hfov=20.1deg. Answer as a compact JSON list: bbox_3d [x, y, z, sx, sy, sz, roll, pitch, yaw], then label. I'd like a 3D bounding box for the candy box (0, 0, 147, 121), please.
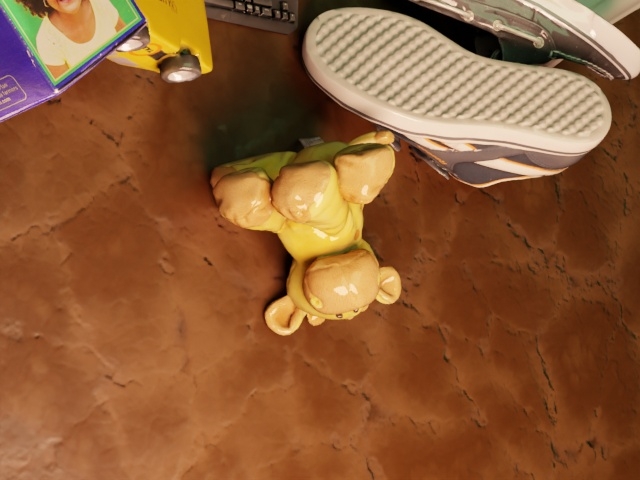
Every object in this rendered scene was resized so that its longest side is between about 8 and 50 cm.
[{"bbox_3d":[-0.323,-0.233,1.348,0.317,0.268,0.122,57,47,-17],"label":"candy box"}]

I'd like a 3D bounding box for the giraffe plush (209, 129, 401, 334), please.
[{"bbox_3d":[0.000,0.000,1.676,0.210,0.181,0.171,-49,129,-74],"label":"giraffe plush"}]

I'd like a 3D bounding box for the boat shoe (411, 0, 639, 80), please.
[{"bbox_3d":[0.204,-0.226,1.904,0.301,0.108,0.102,26,94,-23],"label":"boat shoe"}]

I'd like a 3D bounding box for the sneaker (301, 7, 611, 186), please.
[{"bbox_3d":[0.122,-0.131,1.825,0.321,0.127,0.126,17,61,-11],"label":"sneaker"}]

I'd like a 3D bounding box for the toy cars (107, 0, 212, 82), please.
[{"bbox_3d":[-0.143,-0.240,1.554,0.394,0.087,0.176,-69,142,-57],"label":"toy cars"}]

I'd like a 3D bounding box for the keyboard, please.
[{"bbox_3d":[-0.093,-0.262,1.723,0.180,0.023,0.108,7,76,-41],"label":"keyboard"}]

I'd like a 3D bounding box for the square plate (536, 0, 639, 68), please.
[{"bbox_3d":[0.273,-0.399,2.056,0.347,0.049,0.344,-34,102,-40],"label":"square plate"}]
